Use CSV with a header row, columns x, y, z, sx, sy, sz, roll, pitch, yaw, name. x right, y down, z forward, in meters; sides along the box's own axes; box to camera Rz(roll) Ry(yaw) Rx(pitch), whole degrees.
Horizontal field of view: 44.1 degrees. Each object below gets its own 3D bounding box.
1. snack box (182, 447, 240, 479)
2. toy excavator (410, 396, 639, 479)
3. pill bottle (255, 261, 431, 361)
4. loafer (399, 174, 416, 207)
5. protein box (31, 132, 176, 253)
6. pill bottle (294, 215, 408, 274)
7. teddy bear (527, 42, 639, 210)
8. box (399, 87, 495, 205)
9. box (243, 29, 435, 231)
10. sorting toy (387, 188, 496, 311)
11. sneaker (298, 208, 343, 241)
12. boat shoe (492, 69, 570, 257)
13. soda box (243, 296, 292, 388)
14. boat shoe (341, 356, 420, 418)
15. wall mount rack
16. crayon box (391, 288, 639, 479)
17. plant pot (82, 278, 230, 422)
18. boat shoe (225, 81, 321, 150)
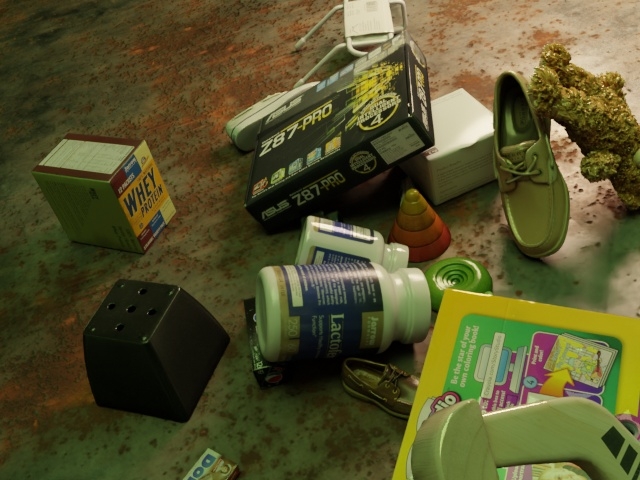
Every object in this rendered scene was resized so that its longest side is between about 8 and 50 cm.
x,y,z,sx,sy,sz,roll,pitch,yaw,name
-0.197,0.395,1.174,0.064,0.022,0.178,17,51,33,snack box
0.371,0.270,0.835,0.433,0.222,0.445,-34,80,-22,toy excavator
0.034,0.112,1.280,0.265,0.153,0.153,-3,40,-12,pill bottle
0.170,-0.094,1.562,0.039,0.045,0.125,-21,23,10,loafer
-0.446,-0.100,1.647,0.201,0.200,0.136,9,47,24,protein box
0.055,0.030,1.396,0.187,0.112,0.112,14,44,-5,pill bottle
0.499,-0.210,1.397,0.113,0.338,0.245,-38,0,42,teddy bear
0.260,-0.192,1.598,0.181,0.119,0.182,-23,43,-9,box
0.037,-0.222,1.605,0.395,0.097,0.318,-26,34,26,box
0.219,0.027,1.371,0.127,0.126,0.365,-22,42,-8,sorting toy
-0.001,-0.002,1.525,0.089,0.051,0.170,-14,46,17,sneaker
0.360,-0.137,1.419,0.122,0.110,0.341,-17,70,33,boat shoe
-0.092,0.170,1.362,0.060,0.053,0.169,-14,43,0,soda box
0.109,0.228,1.234,0.178,0.060,0.064,14,50,29,boat shoe
0.074,-0.502,1.990,0.304,0.130,0.350,-6,43,5,wall mount rack
0.285,0.259,1.084,0.313,0.106,0.363,8,53,21,crayon box
-0.290,0.169,1.339,0.187,0.167,0.188,6,45,21,plant pot
-0.098,-0.303,1.849,0.267,0.096,0.088,-33,47,-9,boat shoe
